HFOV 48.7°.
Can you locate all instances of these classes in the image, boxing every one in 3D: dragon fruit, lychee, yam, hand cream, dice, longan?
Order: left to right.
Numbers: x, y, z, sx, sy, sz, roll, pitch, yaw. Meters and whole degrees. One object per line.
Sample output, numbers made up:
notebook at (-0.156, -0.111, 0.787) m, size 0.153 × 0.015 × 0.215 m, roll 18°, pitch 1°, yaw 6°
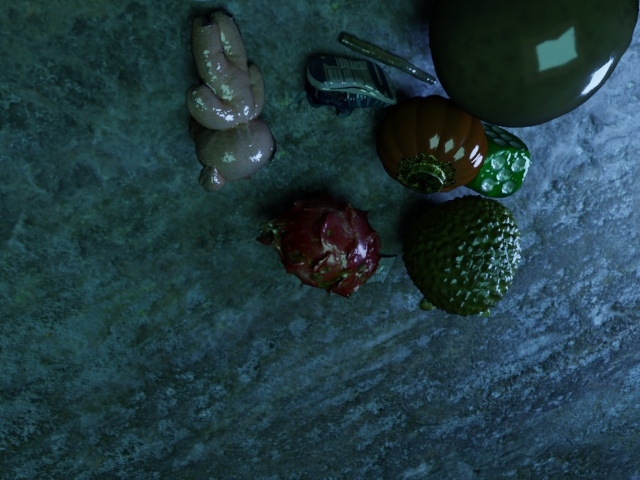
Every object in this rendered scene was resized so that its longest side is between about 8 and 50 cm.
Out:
dragon fruit at (0.000, 0.000, 1.477) m, size 0.268 × 0.205 × 0.210 m, roll 16°, pitch 122°, yaw -19°
hand cream at (0.060, 0.065, 1.643) m, size 0.257 × 0.050 × 0.084 m, roll 5°, pitch 120°, yaw -27°
yam at (0.136, -0.353, 1.376) m, size 0.234 × 0.029 × 0.027 m, roll 15°, pitch 145°, yaw -30°
lychee at (0.312, 0.036, 1.575) m, size 0.270 × 0.270 × 0.320 m, roll 26°, pitch 151°, yaw -33°
dice at (0.365, -0.174, 1.523) m, size 0.131 × 0.128 × 0.120 m, roll 5°, pitch 122°, yaw -23°
longan at (0.369, -0.373, 1.253) m, size 0.361 × 0.361 × 0.361 m, roll -10°, pitch 128°, yaw -13°

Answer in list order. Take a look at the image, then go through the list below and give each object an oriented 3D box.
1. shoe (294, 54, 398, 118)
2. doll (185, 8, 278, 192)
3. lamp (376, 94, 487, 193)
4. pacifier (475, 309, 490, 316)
shoe at (0.055, -0.288, 1.363) m, size 0.207 × 0.091 × 0.106 m, roll 2°, pitch 146°, yaw -26°
doll at (-0.187, -0.252, 1.275) m, size 0.201 × 0.156 × 0.303 m, roll -33°, pitch 118°, yaw -47°
lamp at (0.222, -0.191, 1.415) m, size 0.223 × 0.196 × 0.223 m, roll 11°, pitch 151°, yaw 6°
pacifier at (0.411, 0.162, 1.845) m, size 0.083 × 0.068 × 0.064 m, roll 45°, pitch 67°, yaw -18°
